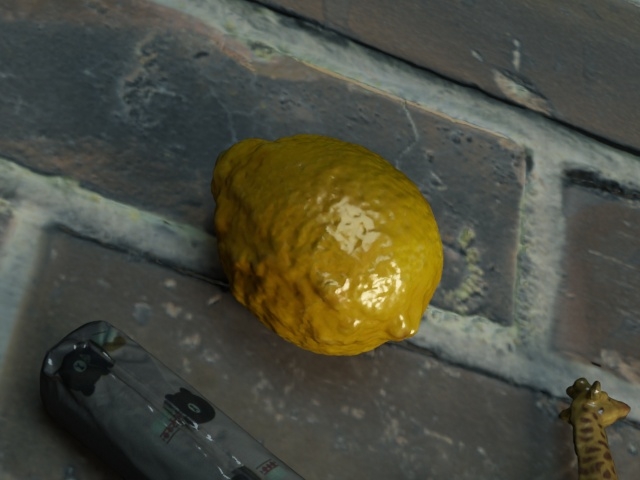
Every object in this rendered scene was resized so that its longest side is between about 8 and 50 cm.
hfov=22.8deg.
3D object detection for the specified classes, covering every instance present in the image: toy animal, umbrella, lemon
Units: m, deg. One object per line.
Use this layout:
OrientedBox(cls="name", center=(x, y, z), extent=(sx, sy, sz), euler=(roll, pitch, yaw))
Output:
OrientedBox(cls="toy animal", center=(0.214, 0.217, 1.072), extent=(0.149, 0.054, 0.275), euler=(-9, 57, -36))
OrientedBox(cls="umbrella", center=(-0.033, 0.167, 0.941), extent=(0.337, 0.073, 0.067), euler=(37, 64, 17))
OrientedBox(cls="lemon", center=(0.000, 0.000, 1.081), extent=(0.187, 0.142, 0.142), euler=(41, 46, 15))
